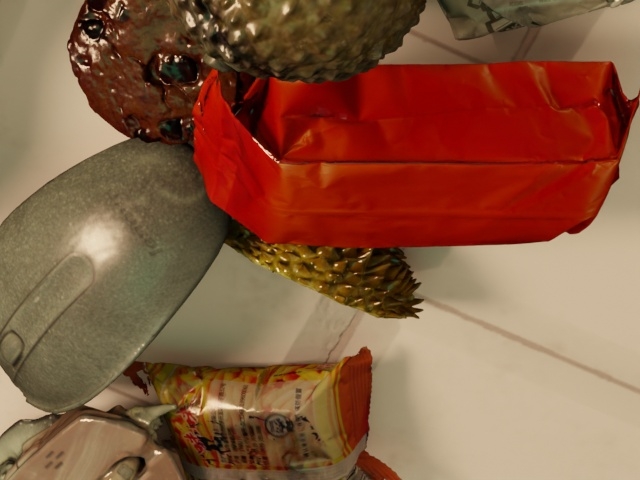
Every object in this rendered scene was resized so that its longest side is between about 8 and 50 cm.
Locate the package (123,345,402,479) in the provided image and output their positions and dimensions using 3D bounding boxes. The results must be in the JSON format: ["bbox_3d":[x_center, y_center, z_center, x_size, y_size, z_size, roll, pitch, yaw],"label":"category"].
[{"bbox_3d":[-0.061,0.216,2.100,0.288,0.108,0.223,-7,123,15],"label":"package"}]

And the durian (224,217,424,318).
[{"bbox_3d":[0.000,0.000,1.957,0.252,0.144,0.139,17,163,-13],"label":"durian"}]

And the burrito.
[{"bbox_3d":[0.206,-0.230,1.773,0.203,0.064,0.064,-10,124,15],"label":"burrito"}]

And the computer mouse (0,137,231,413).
[{"bbox_3d":[-0.244,0.039,1.956,0.203,0.114,0.374,47,118,5],"label":"computer mouse"}]

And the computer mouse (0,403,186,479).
[{"bbox_3d":[-0.266,0.287,2.132,0.199,0.115,0.389,37,136,-17],"label":"computer mouse"}]

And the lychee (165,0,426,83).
[{"bbox_3d":[-0.018,-0.260,1.657,0.255,0.255,0.274,30,113,-15],"label":"lychee"}]

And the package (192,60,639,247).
[{"bbox_3d":[0.091,-0.081,1.792,0.423,0.123,0.196,1,153,-4],"label":"package"}]

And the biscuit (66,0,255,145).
[{"bbox_3d":[-0.151,-0.183,1.843,0.192,0.049,0.192,2,112,5],"label":"biscuit"}]
